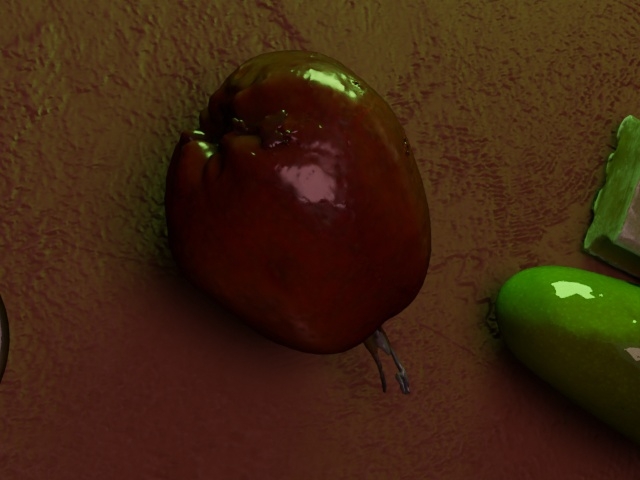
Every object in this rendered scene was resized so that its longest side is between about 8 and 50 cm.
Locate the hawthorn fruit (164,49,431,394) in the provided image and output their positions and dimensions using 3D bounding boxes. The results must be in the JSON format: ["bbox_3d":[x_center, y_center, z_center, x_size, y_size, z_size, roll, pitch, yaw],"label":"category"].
[{"bbox_3d":[0.000,0.000,1.428,0.211,0.211,0.299,-44,111,-25],"label":"hawthorn fruit"}]

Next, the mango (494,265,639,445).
[{"bbox_3d":[0.289,0.106,1.556,0.293,0.175,0.143,24,104,-8],"label":"mango"}]

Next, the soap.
[{"bbox_3d":[0.366,-0.009,1.658,0.232,0.073,0.140,26,75,-19],"label":"soap"}]

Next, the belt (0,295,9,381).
[{"bbox_3d":[-0.390,0.112,1.272,0.339,0.122,0.217,-26,89,-28],"label":"belt"}]
